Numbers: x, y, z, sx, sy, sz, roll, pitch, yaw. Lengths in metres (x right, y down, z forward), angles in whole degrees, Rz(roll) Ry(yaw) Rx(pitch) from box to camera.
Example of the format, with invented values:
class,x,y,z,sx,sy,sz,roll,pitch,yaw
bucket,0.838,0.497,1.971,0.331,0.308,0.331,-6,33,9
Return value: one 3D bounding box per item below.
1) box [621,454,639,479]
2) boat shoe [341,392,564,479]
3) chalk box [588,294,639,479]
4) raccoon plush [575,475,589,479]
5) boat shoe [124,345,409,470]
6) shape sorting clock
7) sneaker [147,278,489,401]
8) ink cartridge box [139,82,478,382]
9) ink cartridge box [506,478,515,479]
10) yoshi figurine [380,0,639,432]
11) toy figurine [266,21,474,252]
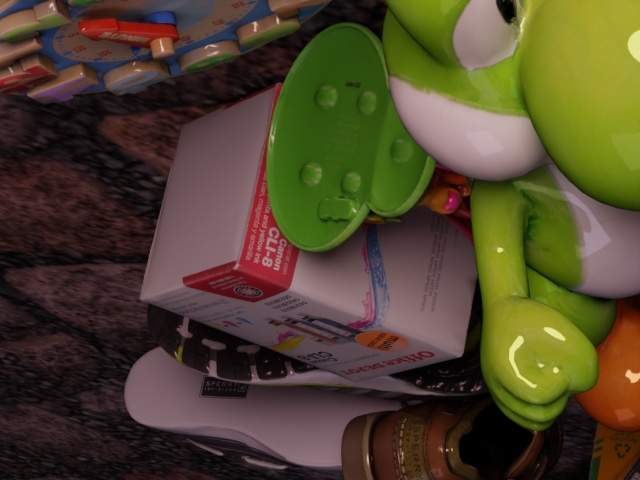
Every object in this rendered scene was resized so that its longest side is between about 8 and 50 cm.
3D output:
class,x,y,z,sx,sy,sz,roll,pitch,yaw
box,0.320,0.170,1.168,0.242,0.307,0.076,36,-152,13
boat shoe,0.140,0.173,1.536,0.104,0.111,0.307,-13,176,31
chalk box,0.329,0.166,1.399,0.180,0.179,0.289,2,158,27
raccoon plush,0.362,0.429,1.825,0.216,0.447,0.299,-15,179,-34
boat shoe,-0.035,0.157,1.697,0.301,0.108,0.102,1,157,35
shape sorting clock,-0.083,-0.113,0.970,0.206,0.040,0.206,-12,170,-2
sneaker,0.012,0.078,1.458,0.299,0.111,0.121,10,164,13
ink cartridge box,0.000,0.000,1.213,0.176,0.127,0.128,22,158,-28
ink cartridge box,0.216,0.289,1.328,0.275,0.060,0.239,35,-168,8
yoshi figurine,0.141,-0.031,0.840,0.203,0.204,0.362,-12,151,18
toy figurine,0.079,-0.044,1.071,0.159,0.130,0.173,10,-178,-30
